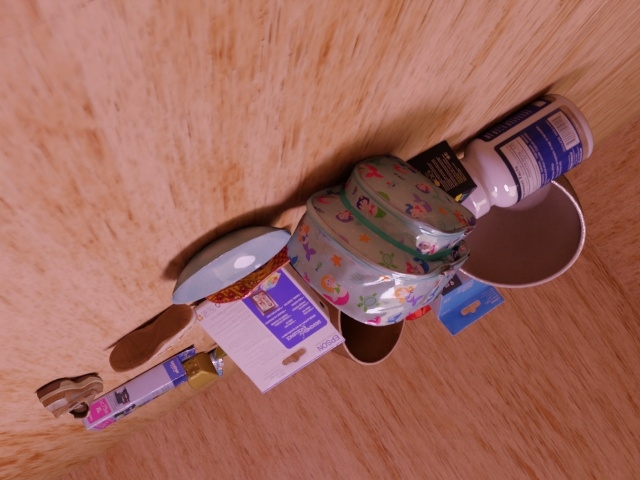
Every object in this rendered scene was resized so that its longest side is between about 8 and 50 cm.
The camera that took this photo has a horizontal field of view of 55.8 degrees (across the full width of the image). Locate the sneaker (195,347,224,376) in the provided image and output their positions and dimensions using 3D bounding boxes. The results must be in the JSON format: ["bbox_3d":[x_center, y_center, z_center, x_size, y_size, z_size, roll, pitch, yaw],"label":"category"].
[{"bbox_3d":[-0.351,0.391,1.885,0.083,0.071,0.190,-22,158,-19],"label":"sneaker"}]

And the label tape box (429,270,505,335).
[{"bbox_3d":[0.421,0.088,1.916,0.249,0.347,0.115,-27,164,-24],"label":"label tape box"}]

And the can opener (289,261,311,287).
[{"bbox_3d":[-0.037,0.048,1.231,0.283,0.076,0.095,-4,118,-68],"label":"can opener"}]

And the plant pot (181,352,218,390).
[{"bbox_3d":[-0.354,0.369,1.722,0.081,0.081,0.083,-32,158,0],"label":"plant pot"}]

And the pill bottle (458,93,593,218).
[{"bbox_3d":[0.379,-0.160,1.188,0.265,0.153,0.153,-31,170,-2],"label":"pill bottle"}]

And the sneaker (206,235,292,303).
[{"bbox_3d":[-0.110,0.051,0.992,0.175,0.064,0.067,-29,179,-2],"label":"sneaker"}]

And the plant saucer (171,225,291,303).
[{"bbox_3d":[-0.133,0.025,0.865,0.195,0.037,0.195,-32,170,-6],"label":"plant saucer"}]

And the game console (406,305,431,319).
[{"bbox_3d":[0.314,0.131,2.114,0.342,0.060,0.386,-32,-154,-21],"label":"game console"}]

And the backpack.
[{"bbox_3d":[0.087,-0.002,0.873,0.253,0.225,0.191,-25,149,-48],"label":"backpack"}]

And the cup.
[{"bbox_3d":[0.456,-0.089,1.448,0.331,0.331,0.237,-41,-167,41],"label":"cup"}]

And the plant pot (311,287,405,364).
[{"bbox_3d":[0.035,0.161,1.448,0.254,0.237,0.237,0,-163,46],"label":"plant pot"}]

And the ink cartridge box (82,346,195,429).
[{"bbox_3d":[-0.448,0.381,1.550,0.311,0.065,0.186,-30,170,-19],"label":"ink cartridge box"}]

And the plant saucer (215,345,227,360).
[{"bbox_3d":[-0.201,0.260,1.744,0.188,0.045,0.188,-40,167,36],"label":"plant saucer"}]

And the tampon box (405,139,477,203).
[{"bbox_3d":[0.173,-0.081,1.088,0.161,0.101,0.120,-29,169,-14],"label":"tampon box"}]

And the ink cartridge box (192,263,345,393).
[{"bbox_3d":[-0.094,0.149,1.097,0.206,0.208,0.045,-36,-168,19],"label":"ink cartridge box"}]

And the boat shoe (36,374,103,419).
[{"bbox_3d":[-0.445,0.293,1.102,0.068,0.072,0.190,-33,170,2],"label":"boat shoe"}]

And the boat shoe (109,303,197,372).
[{"bbox_3d":[-0.282,0.171,1.041,0.170,0.063,0.059,-33,164,3],"label":"boat shoe"}]
